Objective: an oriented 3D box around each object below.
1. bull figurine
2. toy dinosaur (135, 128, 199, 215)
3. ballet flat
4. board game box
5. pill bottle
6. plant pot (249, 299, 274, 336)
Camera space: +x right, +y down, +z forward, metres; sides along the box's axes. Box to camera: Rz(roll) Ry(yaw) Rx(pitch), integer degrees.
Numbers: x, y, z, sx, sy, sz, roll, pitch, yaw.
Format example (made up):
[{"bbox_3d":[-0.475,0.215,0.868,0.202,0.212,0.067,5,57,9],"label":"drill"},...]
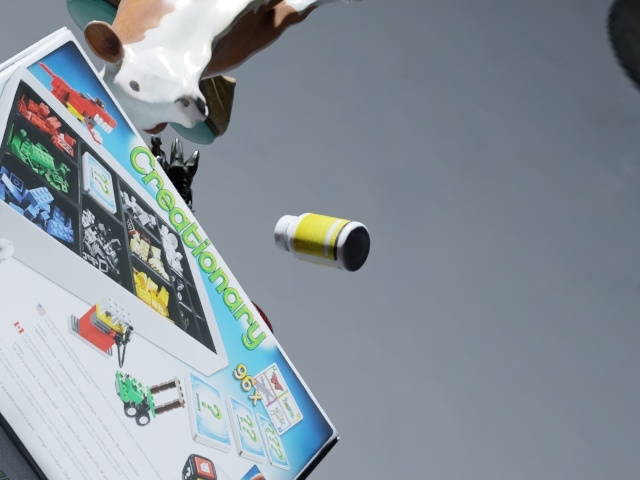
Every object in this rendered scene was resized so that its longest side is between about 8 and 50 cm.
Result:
[{"bbox_3d":[-0.071,-0.169,1.063,0.310,0.188,0.101,-101,168,-70],"label":"bull figurine"},{"bbox_3d":[-0.227,-0.022,1.711,0.164,0.322,0.218,6,19,-7],"label":"toy dinosaur"},{"bbox_3d":[-0.197,-0.254,1.847,0.116,0.342,0.124,11,67,34],"label":"ballet flat"},{"bbox_3d":[-0.132,0.052,0.845,0.305,0.053,0.193,57,45,-11],"label":"board game box"},{"bbox_3d":[0.000,0.000,1.890,0.116,0.065,0.065,11,35,35],"label":"pill bottle"},{"bbox_3d":[-0.145,0.144,1.614,0.191,0.174,0.191,17,19,-6],"label":"plant pot"}]
